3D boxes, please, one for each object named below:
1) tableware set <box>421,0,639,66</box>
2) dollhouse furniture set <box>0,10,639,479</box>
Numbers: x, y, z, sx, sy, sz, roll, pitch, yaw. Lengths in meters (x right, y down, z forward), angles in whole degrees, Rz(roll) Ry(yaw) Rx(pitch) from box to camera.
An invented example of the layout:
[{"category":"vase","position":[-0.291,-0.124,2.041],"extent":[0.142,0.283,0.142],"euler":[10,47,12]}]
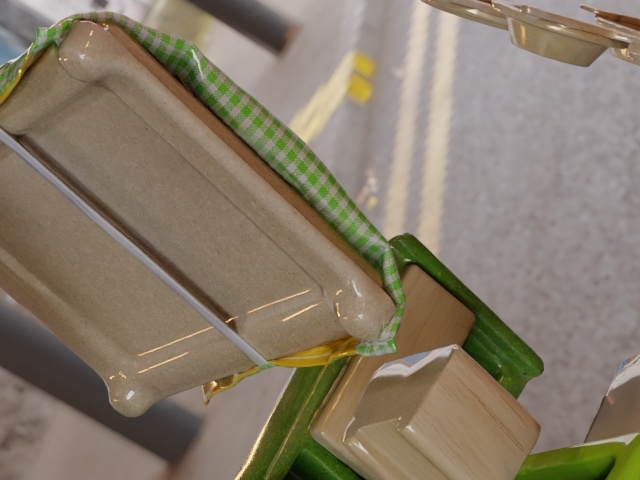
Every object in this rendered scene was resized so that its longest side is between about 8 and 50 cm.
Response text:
[{"category":"tableware set","position":[0.116,-0.083,0.753],"extent":[0.169,0.141,0.020],"euler":[-133,58,-67]},{"category":"dollhouse furniture set","position":[0.000,0.000,0.733],"extent":[0.197,0.301,0.151],"euler":[-22,30,53]}]
